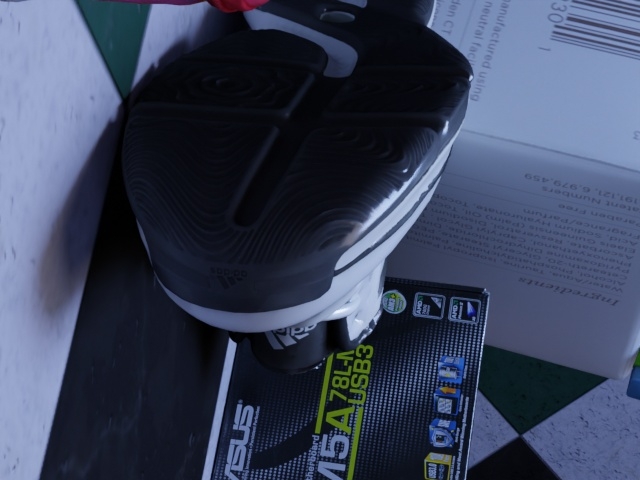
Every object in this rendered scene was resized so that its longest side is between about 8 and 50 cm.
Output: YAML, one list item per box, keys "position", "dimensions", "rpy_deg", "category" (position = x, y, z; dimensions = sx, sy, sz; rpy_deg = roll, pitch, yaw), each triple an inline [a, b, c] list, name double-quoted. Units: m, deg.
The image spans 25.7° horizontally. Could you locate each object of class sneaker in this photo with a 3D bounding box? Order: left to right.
- position: [0.001, 0.000, 0.838]
  dimensions: [0.447, 0.169, 0.257]
  rpy_deg: [-72, 164, -64]
  category: "sneaker"

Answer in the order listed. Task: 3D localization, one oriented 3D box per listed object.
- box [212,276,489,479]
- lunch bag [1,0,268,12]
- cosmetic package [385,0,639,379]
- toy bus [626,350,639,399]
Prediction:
- position: [0.024, 0.118, 1.050]
  dimensions: [0.045, 0.184, 0.190]
  rpy_deg: [83, 17, -67]
  category: "box"
- position: [-0.056, -0.224, 0.444]
  dimensions: [0.258, 0.120, 0.293]
  rpy_deg: [-63, 154, -66]
  category: "lunch bag"
- position: [0.175, -0.125, 1.246]
  dimensions: [0.393, 0.328, 0.329]
  rpy_deg: [83, 23, -63]
  category: "cosmetic package"
- position: [0.366, 0.050, 1.310]
  dimensions: [0.191, 0.104, 0.202]
  rpy_deg: [83, 25, -67]
  category: "toy bus"
